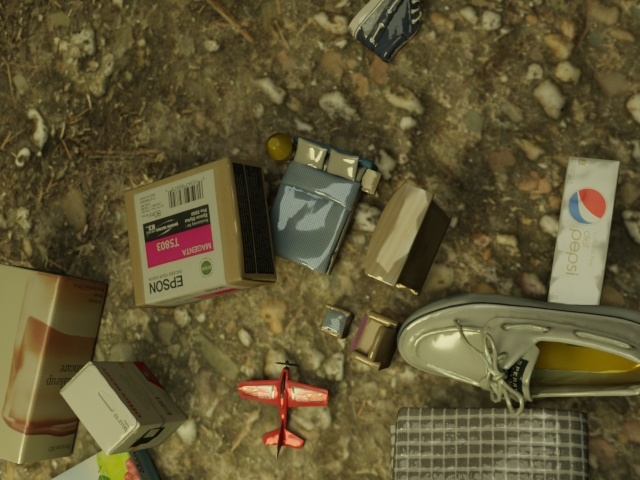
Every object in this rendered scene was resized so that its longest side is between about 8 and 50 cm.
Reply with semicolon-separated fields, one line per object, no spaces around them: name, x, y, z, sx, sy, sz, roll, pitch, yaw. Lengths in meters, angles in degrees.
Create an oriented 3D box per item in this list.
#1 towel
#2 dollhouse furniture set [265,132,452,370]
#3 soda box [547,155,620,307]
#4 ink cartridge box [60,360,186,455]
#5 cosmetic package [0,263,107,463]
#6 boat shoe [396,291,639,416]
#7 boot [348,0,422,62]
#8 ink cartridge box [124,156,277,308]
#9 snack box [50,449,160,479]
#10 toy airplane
towel;0.227;0.348;1.288;0.283;0.121;0.235;-2;69;15
dollhouse furniture set;0.000;0.000;1.379;0.303;0.198;0.286;23;89;18
soda box;0.378;-0.009;1.340;0.074;0.069;0.216;8;85;17
ink cartridge box;-0.302;0.255;1.442;0.072;0.175;0.127;-44;74;6
cosmetic package;-0.462;0.196;1.509;0.129;0.153;0.296;10;87;18
boat shoe;0.271;0.169;1.278;0.367;0.156;0.136;3;117;20
boot;0.137;-0.372;1.464;0.086;0.069;0.190;44;104;9
ink cartridge box;-0.192;-0.008;1.455;0.234;0.088;0.193;-15;77;34
snack box;-0.348;0.437;1.487;0.207;0.070;0.174;-32;77;11
toy airplane;-0.055;0.262;1.448;0.151;0.028;0.151;-2;82;17
